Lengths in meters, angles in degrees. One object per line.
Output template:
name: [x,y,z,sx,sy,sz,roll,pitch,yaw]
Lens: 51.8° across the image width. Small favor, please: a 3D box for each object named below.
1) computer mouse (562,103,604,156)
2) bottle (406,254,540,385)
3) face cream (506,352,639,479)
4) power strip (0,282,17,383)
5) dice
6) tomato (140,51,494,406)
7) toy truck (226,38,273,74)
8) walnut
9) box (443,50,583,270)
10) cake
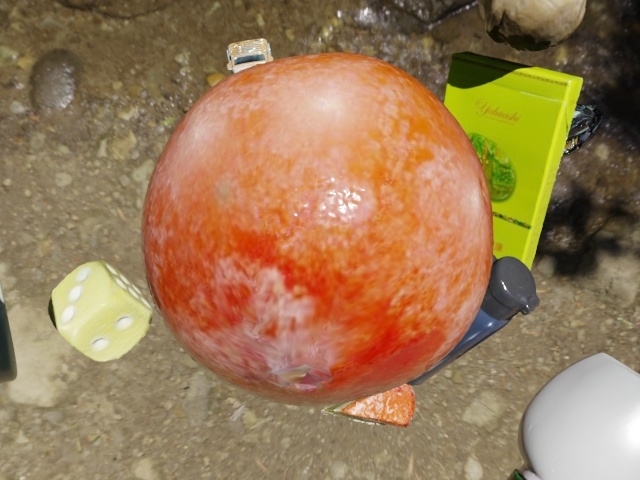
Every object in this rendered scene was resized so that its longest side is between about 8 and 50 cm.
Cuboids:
computer mouse: [0.439,-0.202,1.249,0.242,0.077,0.146,-29,40,-30]
bottle: [0.171,0.103,0.833,0.072,0.244,0.082,-23,72,-40]
face cream: [0.553,0.429,1.327,0.312,0.219,0.357,37,92,18]
power strip: [-0.578,0.080,1.003,0.161,0.357,0.357,-12,78,-28]
dice: [-0.512,0.163,1.540,0.169,0.169,0.166,-43,51,-6]
tomato: [0.000,0.000,0.494,0.265,0.265,0.265,-1,80,3]
toy truck: [-0.148,-0.335,1.564,0.108,0.256,0.140,-9,53,-2]
walnut: [0.272,-0.314,0.851,0.140,0.162,0.140,-3,80,18]
box: [0.254,-0.096,0.988,0.187,0.047,0.335,27,124,36]
cake: [0.115,0.385,1.456,0.220,0.086,0.116,-18,89,-43]
